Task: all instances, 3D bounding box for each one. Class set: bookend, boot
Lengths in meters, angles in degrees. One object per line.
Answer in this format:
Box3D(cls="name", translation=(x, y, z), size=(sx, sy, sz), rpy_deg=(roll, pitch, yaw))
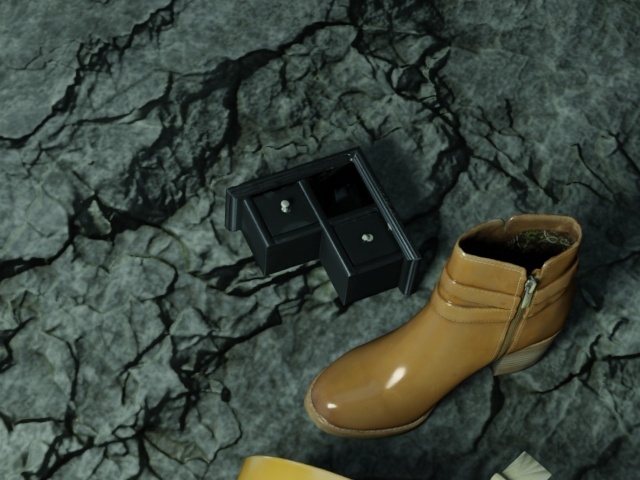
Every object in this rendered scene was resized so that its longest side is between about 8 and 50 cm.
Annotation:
Box3D(cls="bookend", translation=(0.000, 0.000, 1.655), size=(0.157, 0.072, 0.156), rpy_deg=(-18, 60, -16))
Box3D(cls="boot", translation=(0.123, 0.081, 1.521), size=(0.283, 0.220, 0.109), rpy_deg=(-13, 58, -14))

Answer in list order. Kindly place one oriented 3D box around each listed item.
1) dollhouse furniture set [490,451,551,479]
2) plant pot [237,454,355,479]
Box3D(cls="dollhouse furniture set", translation=(0.205, 0.311, 1.410), size=(0.182, 0.161, 0.101), rpy_deg=(40, 62, 21))
Box3D(cls="plant pot", translation=(-0.006, 0.315, 1.381), size=(0.205, 0.205, 0.188), rpy_deg=(20, 72, 8))
